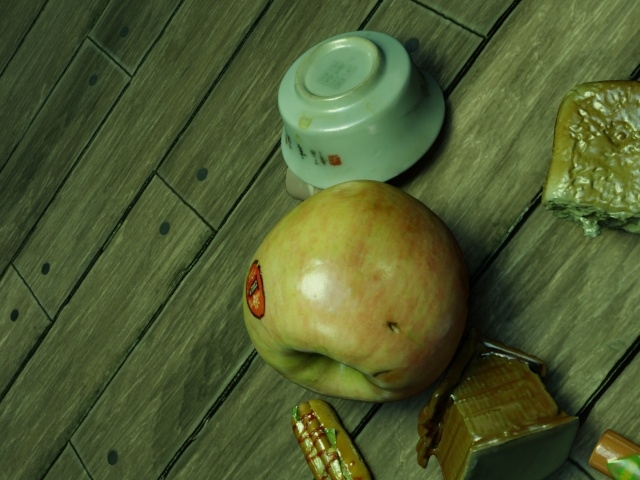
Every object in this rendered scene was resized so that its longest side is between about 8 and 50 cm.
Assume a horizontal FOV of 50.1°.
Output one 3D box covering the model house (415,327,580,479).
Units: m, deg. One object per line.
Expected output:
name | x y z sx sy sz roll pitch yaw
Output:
model house | 0.268 0.290 1.127 0.220 0.199 0.229 -6 41 -10

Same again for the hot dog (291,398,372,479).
hot dog | 0.022 0.413 1.288 0.104 0.076 0.250 -38 58 17

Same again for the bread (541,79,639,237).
bread | 0.464 -0.117 1.098 0.196 0.176 0.246 11 80 21

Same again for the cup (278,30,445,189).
cup | 0.058 -0.282 1.335 0.347 0.163 0.347 -11 54 15

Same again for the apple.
apple | 0.064 0.087 1.169 0.392 0.391 0.346 -1 50 32

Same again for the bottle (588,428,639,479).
bottle | 0.499 0.354 1.012 0.187 0.069 0.069 26 91 33

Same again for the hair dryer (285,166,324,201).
hair dryer | 0.000 0.000 1.415 0.189 0.107 0.344 18 96 32
